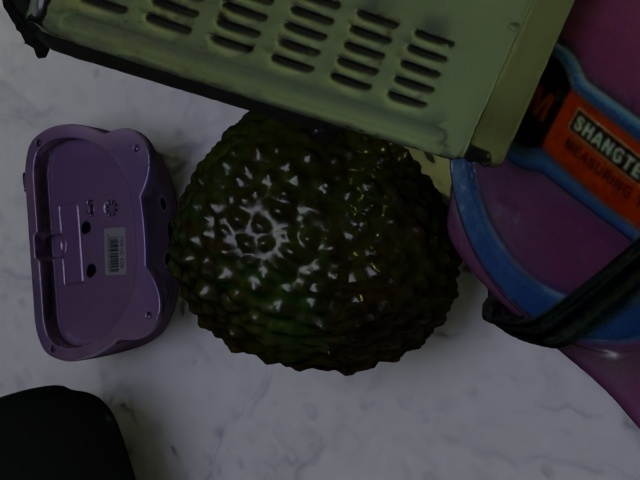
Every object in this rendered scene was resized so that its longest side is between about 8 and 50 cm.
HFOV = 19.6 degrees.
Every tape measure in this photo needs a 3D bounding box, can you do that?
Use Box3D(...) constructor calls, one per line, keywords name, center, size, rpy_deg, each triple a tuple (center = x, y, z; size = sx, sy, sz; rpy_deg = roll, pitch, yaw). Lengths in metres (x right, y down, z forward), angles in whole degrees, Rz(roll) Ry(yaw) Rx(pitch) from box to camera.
Box3D(name="tape measure", center=(0.175, -0.031, 0.928), size=(0.231, 0.149, 0.245), rpy_deg=(46, 123, 39))

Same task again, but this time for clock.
Box3D(name="clock", center=(-0.133, -0.001, 1.195), size=(0.110, 0.050, 0.153), rpy_deg=(-7, 85, 35))

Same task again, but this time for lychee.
Box3D(name="lychee", center=(0.000, 0.000, 1.045), size=(0.171, 0.171, 0.171), rpy_deg=(-1, 89, 35))

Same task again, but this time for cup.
Box3D(name="cup", center=(-0.193, 0.201, 1.185), size=(0.177, 0.169, 0.223), rpy_deg=(63, 155, 10))

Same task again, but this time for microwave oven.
Box3D(name="microwave oven", center=(-0.053, -0.202, 0.943), size=(0.355, 0.286, 0.219), rpy_deg=(48, 120, 56))
